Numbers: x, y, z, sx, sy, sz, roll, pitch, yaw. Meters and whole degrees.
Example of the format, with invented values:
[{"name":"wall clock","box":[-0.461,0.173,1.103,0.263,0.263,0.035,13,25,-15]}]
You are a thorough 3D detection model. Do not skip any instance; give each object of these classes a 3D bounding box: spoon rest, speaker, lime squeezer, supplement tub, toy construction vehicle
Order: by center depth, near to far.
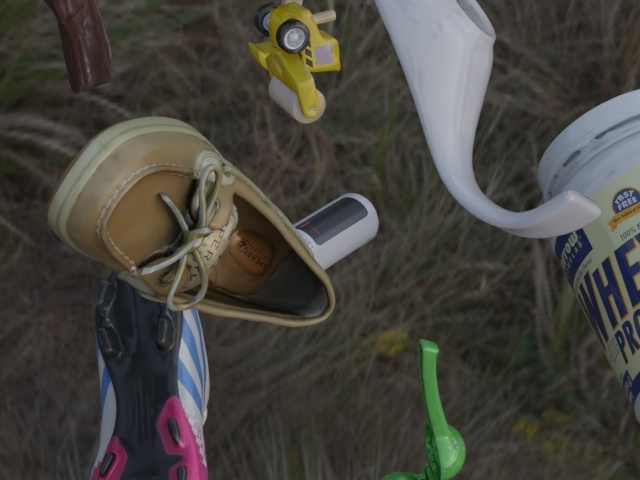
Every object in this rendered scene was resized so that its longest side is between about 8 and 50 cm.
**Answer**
[{"name":"toy construction vehicle","box":[-0.013,-0.096,0.486,0.035,0.098,0.086,-21,29,-17]},{"name":"spoon rest","box":[0.107,-0.110,1.074,0.084,0.137,0.276,-38,58,21]},{"name":"lime squeezer","box":[0.070,0.222,1.325,0.110,0.310,0.059,4,40,-39]},{"name":"speaker","box":[0.000,0.000,1.382,0.055,0.055,0.136,40,37,15]},{"name":"supplement tub","box":[0.381,0.024,1.481,0.235,0.235,0.325,-14,58,-13]}]

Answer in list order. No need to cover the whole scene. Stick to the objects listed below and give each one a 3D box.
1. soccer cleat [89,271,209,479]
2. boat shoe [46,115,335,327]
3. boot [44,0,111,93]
[{"name":"soccer cleat","box":[-0.143,0.182,1.281,0.116,0.143,0.331,-5,69,13]},{"name":"boat shoe","box":[-0.070,-0.003,0.927,0.089,0.285,0.104,38,98,25]},{"name":"boot","box":[-0.171,-0.179,1.056,0.037,0.114,0.106,11,51,23]}]
